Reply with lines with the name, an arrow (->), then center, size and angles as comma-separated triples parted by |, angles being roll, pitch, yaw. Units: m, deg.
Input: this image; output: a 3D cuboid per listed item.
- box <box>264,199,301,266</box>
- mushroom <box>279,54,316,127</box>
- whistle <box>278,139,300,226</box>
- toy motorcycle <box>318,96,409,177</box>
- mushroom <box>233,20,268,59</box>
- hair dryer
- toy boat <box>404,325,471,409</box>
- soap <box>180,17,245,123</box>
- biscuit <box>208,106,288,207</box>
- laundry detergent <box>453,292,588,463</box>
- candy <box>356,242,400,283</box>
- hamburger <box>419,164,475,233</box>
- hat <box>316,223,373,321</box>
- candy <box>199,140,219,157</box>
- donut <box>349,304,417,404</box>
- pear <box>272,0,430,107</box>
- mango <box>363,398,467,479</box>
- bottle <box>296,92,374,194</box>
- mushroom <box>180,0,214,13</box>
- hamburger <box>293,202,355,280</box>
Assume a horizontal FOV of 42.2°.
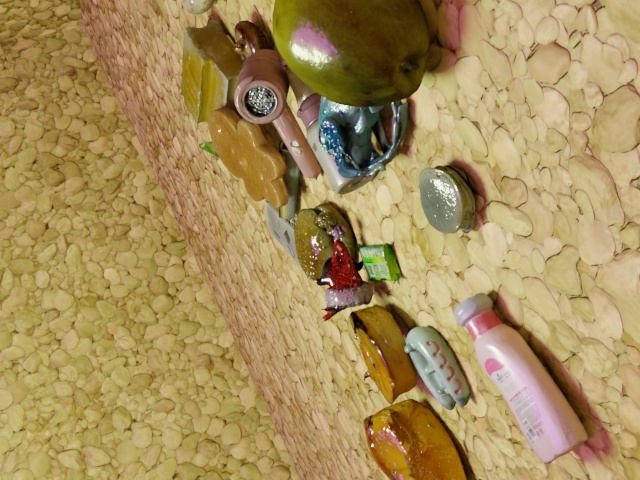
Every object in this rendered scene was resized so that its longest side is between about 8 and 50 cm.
box -> -0.096, -0.018, 2.525 | 0.247, 0.033, 0.129 | 47, 151, 43
mushroom -> -0.035, -0.357, 1.975 | 0.084, 0.071, 0.209 | -2, 117, 33
whistle -> -0.090, -0.156, 2.329 | 0.068, 0.057, 0.326 | 54, 156, 30
toy motorcycle -> 0.082, -0.253, 1.702 | 0.206, 0.154, 0.260 | 29, 139, 23
mushroom -> -0.179, -0.511, 2.145 | 0.126, 0.085, 0.109 | 60, -166, 12
hair dryer -> -0.085, -0.285, 2.057 | 0.352, 0.125, 0.210 | 58, -164, -26
toy boat -> 0.261, 0.297, 1.910 | 0.208, 0.078, 0.134 | 62, 162, 8
soap -> -0.303, -0.462, 2.439 | 0.259, 0.143, 0.281 | 53, 151, 23
biscuit -> -0.201, -0.241, 2.324 | 0.355, 0.052, 0.275 | 39, 147, 40
laundry detergent -> 0.371, 0.254, 1.574 | 0.335, 0.087, 0.159 | 59, 159, 23
candy -> 0.140, 0.053, 2.015 | 0.178, 0.032, 0.102 | -5, 104, 70
hamburger -> 0.242, -0.079, 1.579 | 0.133, 0.062, 0.140 | 39, 144, 45
hat -> 0.050, 0.071, 2.067 | 0.129, 0.140, 0.228 | -120, 18, -78
candy -> -0.271, -0.272, 2.599 | 0.246, 0.149, 0.069 | 28, 94, 58
donut -> 0.150, 0.278, 2.051 | 0.253, 0.118, 0.254 | 161, 90, -86
pear -> 0.051, -0.375, 1.484 | 0.321, 0.269, 0.269 | 38, 149, 24
mango -> 0.259, 0.559, 2.069 | 0.350, 0.201, 0.199 | 55, -166, 9
bottle -> 0.030, -0.228, 1.884 | 0.233, 0.110, 0.110 | 63, 159, 13
mushroom -> -0.363, -0.716, 2.325 | 0.166, 0.127, 0.166 | 47, 155, 29
hamburger -> 0.000, 0.000, 2.180 | 0.189, 0.122, 0.215 | 51, 152, 42
